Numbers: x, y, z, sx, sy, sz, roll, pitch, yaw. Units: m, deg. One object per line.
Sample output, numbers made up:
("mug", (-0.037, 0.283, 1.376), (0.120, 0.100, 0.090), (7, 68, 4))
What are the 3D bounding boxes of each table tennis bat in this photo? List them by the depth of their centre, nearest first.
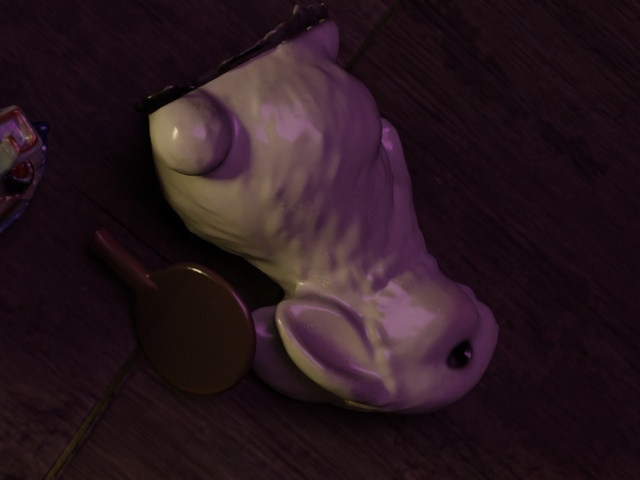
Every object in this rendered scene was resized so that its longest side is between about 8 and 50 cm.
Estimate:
("table tennis bat", (-0.144, 0.065, 1.451), (0.170, 0.107, 0.119), (42, 29, 12))

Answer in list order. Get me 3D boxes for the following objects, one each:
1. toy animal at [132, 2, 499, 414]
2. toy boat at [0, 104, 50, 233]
("toy animal", (0.000, 0.000, 1.536), (0.258, 0.194, 0.357), (-35, 98, -44))
("toy boat", (-0.296, -0.038, 1.412), (0.262, 0.115, 0.114), (-36, 90, -34))
